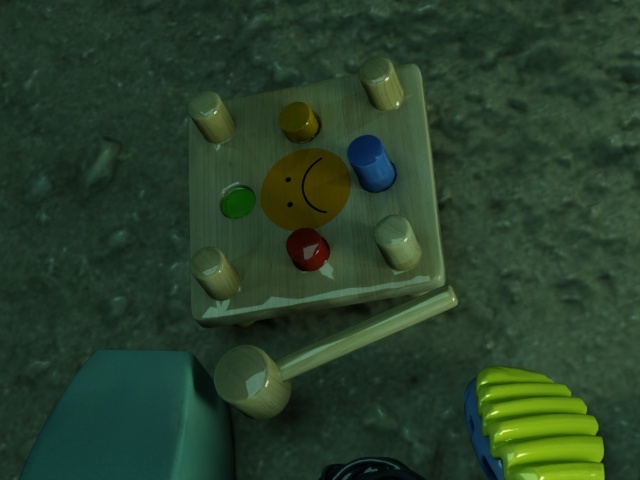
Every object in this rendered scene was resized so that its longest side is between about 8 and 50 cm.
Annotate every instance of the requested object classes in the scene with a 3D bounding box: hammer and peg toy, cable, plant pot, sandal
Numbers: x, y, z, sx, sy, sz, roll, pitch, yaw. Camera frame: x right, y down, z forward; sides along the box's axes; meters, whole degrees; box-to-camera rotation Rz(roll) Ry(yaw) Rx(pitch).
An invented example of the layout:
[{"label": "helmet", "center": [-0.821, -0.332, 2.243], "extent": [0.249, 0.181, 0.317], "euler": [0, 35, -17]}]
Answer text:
[{"label": "hammer and peg toy", "center": [0.000, 0.000, 1.334], "extent": [0.266, 0.127, 0.361], "euler": [-11, 61, 11]}, {"label": "cable", "center": [0.042, 0.269, 1.212], "extent": [0.150, 0.047, 0.184], "euler": [-33, 40, -1]}, {"label": "plant pot", "center": [-0.172, 0.228, 1.261], "extent": [0.165, 0.165, 0.234], "euler": [0, 59, 19]}, {"label": "sandal", "center": [0.188, 0.243, 1.154], "extent": [0.126, 0.138, 0.317], "euler": [9, 41, -23]}]

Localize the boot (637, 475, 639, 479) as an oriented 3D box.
[{"label": "boot", "center": [0.425, 0.207, 1.122], "extent": [0.280, 0.096, 0.264], "euler": [26, 76, 43]}]
